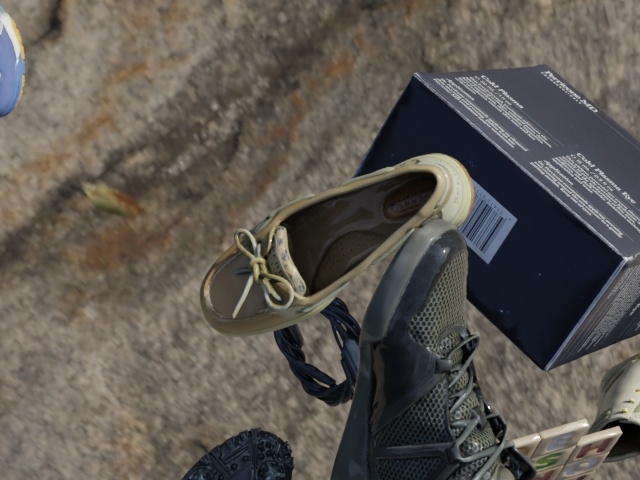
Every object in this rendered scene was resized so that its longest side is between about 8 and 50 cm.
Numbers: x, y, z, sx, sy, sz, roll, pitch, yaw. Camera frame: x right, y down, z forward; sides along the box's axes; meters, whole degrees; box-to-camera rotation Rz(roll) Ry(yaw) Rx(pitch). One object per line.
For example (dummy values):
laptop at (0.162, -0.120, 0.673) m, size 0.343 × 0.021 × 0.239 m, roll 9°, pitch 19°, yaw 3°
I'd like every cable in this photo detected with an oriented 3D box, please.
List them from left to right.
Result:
cable at (-0.001, 0.143, 1.979) m, size 0.150 × 0.184 × 0.047 m, roll -13°, pitch 19°, yaw 49°

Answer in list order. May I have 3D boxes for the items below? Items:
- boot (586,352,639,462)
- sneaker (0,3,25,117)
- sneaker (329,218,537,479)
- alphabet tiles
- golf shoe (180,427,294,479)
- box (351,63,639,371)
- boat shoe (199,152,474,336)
boot at (0.422, 0.185, 1.775) m, size 0.213 × 0.077 × 0.165 m, roll -41°, pitch 6°, yaw 35°
sneaker at (-0.478, -0.297, 1.868) m, size 0.111 × 0.131 × 0.296 m, roll -3°, pitch 107°, yaw 22°
sneaker at (0.085, 0.102, 0.899) m, size 0.130 × 0.087 × 0.228 m, roll 23°, pitch 116°, yaw 28°
alphabet tiles at (0.114, 0.202, 1.112) m, size 0.237 × 0.198 × 0.009 m, roll -13°, pitch 62°, yaw -14°
golf shoe at (-0.087, 0.221, 1.028) m, size 0.077 × 0.094 × 0.198 m, roll 33°, pitch 87°, yaw 0°
box at (0.273, -0.042, 1.723) m, size 0.343 × 0.312 × 0.179 m, roll 45°, pitch 123°, yaw 25°
boat shoe at (0.000, 0.000, 1.290) m, size 0.285 × 0.089 × 0.105 m, roll -31°, pitch 78°, yaw 17°
